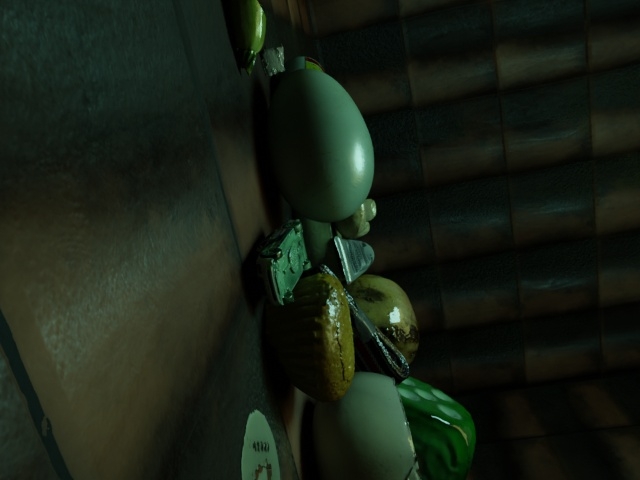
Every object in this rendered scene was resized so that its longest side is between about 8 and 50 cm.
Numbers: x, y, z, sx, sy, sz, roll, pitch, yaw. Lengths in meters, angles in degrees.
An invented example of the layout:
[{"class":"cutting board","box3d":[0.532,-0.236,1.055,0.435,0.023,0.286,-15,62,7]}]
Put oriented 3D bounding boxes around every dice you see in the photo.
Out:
[{"class":"dice","box3d":[0.247,0.568,1.502,0.287,0.299,0.297,-35,147,-82]}]

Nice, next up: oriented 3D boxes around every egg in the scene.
[{"class":"egg","box3d":[-0.007,-0.213,1.160,0.230,0.229,0.371,64,11,-66]}]

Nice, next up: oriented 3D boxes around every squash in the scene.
[{"class":"squash","box3d":[-0.139,-0.426,1.024,0.090,0.075,0.200,-170,-110,-70]}]

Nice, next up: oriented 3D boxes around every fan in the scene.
[{"class":"fan","box3d":[-0.069,0.399,0.714,0.191,0.009,0.329,65,16,-65]}]

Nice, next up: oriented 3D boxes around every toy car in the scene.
[{"class":"toy car","box3d":[-0.073,0.035,0.921,0.224,0.076,0.090,-61,142,-66]}]

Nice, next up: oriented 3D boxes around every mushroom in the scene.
[{"class":"mushroom","box3d":[0.085,-0.074,1.364,0.148,0.112,0.148,-7,90,-74]}]

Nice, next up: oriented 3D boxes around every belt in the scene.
[{"class":"belt","box3d":[0.075,0.207,1.234,0.360,0.094,0.126,51,14,-14]}]

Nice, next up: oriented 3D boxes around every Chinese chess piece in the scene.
[{"class":"Chinese chess piece","box3d":[0.000,0.000,1.428,0.250,0.101,0.251,-10,90,-83]}]

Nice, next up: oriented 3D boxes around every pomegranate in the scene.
[{"class":"pomegranate","box3d":[0.131,0.243,1.464,0.322,0.321,0.322,-10,90,-83]}]

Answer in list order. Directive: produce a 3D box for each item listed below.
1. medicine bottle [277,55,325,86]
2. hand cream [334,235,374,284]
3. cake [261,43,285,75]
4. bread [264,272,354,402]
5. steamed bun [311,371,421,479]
[{"class":"medicine bottle","box3d":[-0.048,-0.384,1.410,0.226,0.139,0.139,-92,170,-48]},{"class":"hand cream","box3d":[0.090,0.049,1.460,0.340,0.077,0.125,-4,79,-74]},{"class":"cake","box3d":[-0.118,-0.465,1.343,0.121,0.051,0.065,-88,161,-61]},{"class":"bread","box3d":[-0.009,0.179,0.963,0.240,0.139,0.240,-10,90,-83]},{"class":"steamed bun","box3d":[0.089,0.439,1.110,0.324,0.206,0.325,-13,90,-89]}]
